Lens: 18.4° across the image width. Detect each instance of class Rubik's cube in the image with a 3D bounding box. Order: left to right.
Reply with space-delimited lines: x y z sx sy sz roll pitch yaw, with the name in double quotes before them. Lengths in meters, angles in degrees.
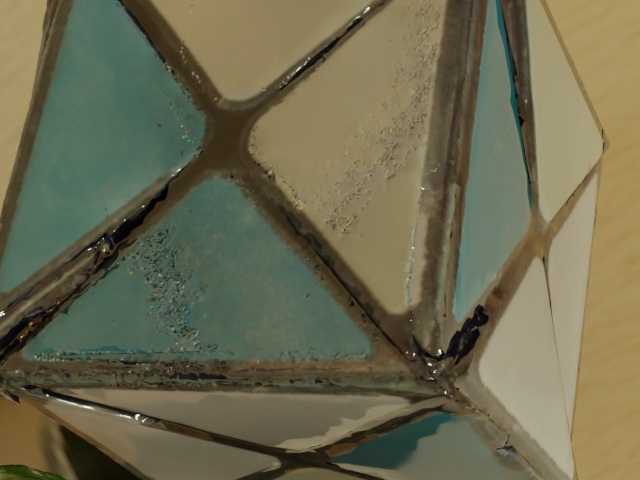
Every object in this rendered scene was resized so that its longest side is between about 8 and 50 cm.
"Rubik's cube" 0.000 0.000 1.238 0.310 0.307 0.305 52 44 -58

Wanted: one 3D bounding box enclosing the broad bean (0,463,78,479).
"broad bean" -0.223 0.153 0.968 0.227 0.069 0.039 -21 53 -19
